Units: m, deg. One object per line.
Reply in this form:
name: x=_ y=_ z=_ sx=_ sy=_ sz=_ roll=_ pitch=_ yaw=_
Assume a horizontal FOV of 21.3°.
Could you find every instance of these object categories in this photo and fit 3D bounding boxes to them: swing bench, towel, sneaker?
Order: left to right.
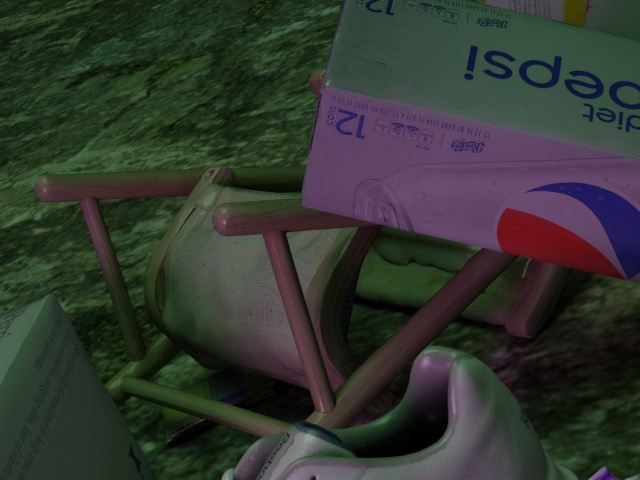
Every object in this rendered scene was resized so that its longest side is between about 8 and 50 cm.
towel: x=-0.069 y=0.105 z=1.132 sx=0.083 sy=0.009 sz=0.060 roll=-26 pitch=21 yaw=0
sneaker: x=-0.020 y=0.158 z=0.793 sx=0.297 sy=0.129 sz=0.111 roll=-35 pitch=24 yaw=-15
swing bench: x=0.000 y=0.000 z=1.079 sx=0.254 sy=0.165 sz=0.253 roll=-24 pitch=17 yaw=-29

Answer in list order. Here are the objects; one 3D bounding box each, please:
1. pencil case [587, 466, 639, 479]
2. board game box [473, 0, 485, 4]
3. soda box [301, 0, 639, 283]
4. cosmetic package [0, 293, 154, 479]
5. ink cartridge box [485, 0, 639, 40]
pencil case: x=0.182 y=0.143 z=0.646 sx=0.086 sy=0.088 sz=0.206 roll=-38 pitch=25 yaw=-22
board game box: x=0.152 y=-0.130 z=1.361 sx=0.208 sy=0.056 sz=0.347 roll=-21 pitch=22 yaw=4
soda box: x=0.140 y=-0.048 z=0.898 sx=0.286 sy=0.091 sz=0.098 roll=13 pitch=47 yaw=1
cosmetic package: x=-0.307 y=0.199 z=0.998 sx=0.385 sy=0.156 sz=0.217 roll=-24 pitch=20 yaw=12
ink cartridge box: x=0.258 y=-0.231 z=1.165 sx=0.198 sy=0.197 sz=0.270 roll=-17 pitch=22 yaw=-23
